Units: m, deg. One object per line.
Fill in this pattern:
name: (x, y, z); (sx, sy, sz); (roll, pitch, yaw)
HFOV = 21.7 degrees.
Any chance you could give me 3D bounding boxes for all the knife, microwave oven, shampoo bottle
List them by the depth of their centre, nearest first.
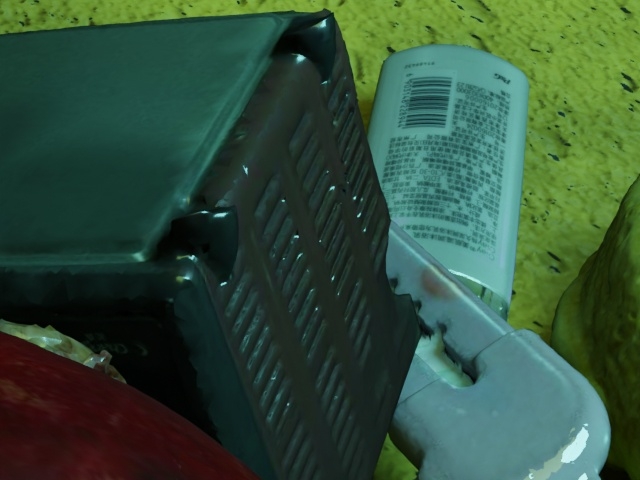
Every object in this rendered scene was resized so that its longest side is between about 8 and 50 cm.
microwave oven: (-0.107, 0.032, 0.619); (0.247, 0.178, 0.188); (-1, 35, 22)
knife: (0.000, 0.000, 0.773); (0.132, 0.038, 0.398); (-33, 45, -12)
shampoo bottle: (0.059, -0.015, 0.854); (0.086, 0.056, 0.227); (7, 41, 4)

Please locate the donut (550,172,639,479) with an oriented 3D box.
donut: (0.231, 0.034, 0.791); (0.208, 0.128, 0.261); (32, 44, 21)

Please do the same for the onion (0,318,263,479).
onion: (-0.116, 0.166, 0.397); (0.341, 0.341, 0.341); (7, 42, -7)
